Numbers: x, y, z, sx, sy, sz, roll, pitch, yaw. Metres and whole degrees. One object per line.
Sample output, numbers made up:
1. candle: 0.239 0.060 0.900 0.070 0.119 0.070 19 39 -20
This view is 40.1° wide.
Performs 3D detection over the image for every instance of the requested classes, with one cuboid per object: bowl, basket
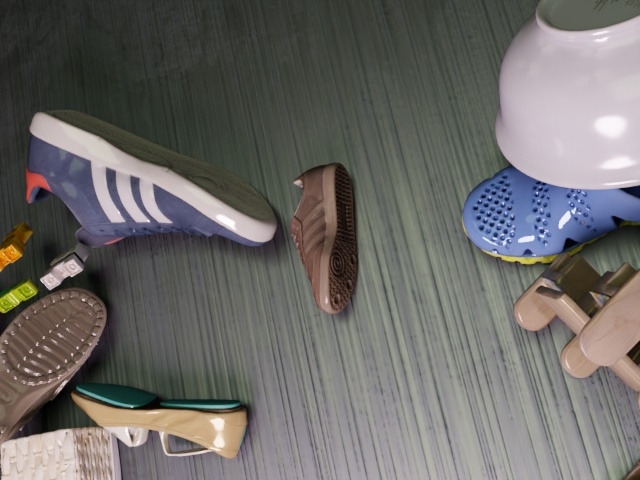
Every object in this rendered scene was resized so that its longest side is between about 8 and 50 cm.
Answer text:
1. bowl: 0.307 -0.198 0.902 0.297 0.134 0.298 -19 37 15
2. basket: -0.310 0.309 1.047 0.113 0.103 0.167 -14 71 12

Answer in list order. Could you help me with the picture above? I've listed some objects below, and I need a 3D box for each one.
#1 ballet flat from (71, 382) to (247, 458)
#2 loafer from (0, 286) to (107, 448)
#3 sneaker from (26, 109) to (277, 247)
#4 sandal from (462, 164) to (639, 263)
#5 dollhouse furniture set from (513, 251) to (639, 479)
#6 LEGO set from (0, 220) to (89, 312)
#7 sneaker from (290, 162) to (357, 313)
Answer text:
1. ballet flat: -0.200 0.220 1.054 0.232 0.080 0.073 4 92 19
2. loafer: -0.379 0.170 1.113 0.102 0.092 0.268 43 75 -4
3. sneaker: -0.224 -0.042 1.118 0.350 0.131 0.148 25 105 16
4. sandal: 0.306 -0.057 0.939 0.317 0.138 0.126 -13 74 15
5. dollhouse furniture set: 0.290 0.149 0.851 0.242 0.212 0.161 44 90 -5
6. LEGO set: -0.403 0.035 1.137 0.227 0.093 0.087 -28 114 20
7. sneaker: 0.000 0.000 1.066 0.071 0.066 0.189 -10 67 32
